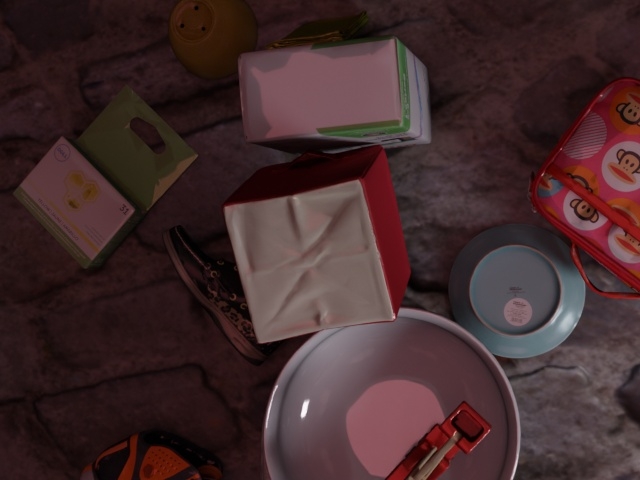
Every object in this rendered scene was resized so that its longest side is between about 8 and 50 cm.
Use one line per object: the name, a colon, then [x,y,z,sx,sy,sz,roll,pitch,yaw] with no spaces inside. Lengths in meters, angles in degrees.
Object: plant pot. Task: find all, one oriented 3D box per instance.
plant pot: [-0.168,-0.309,1.619,0.134,0.095,0.134,0,88,13]

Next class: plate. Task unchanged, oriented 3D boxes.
plate: [0.269,0.069,1.533,0.188,0.024,0.188,-1,87,13]

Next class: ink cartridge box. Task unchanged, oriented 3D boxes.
ink cartridge box: [-0.323,-0.098,1.669,0.171,0.056,0.235,44,100,12]
ink cartridge box: [0.030,-0.183,1.473,0.201,0.278,0.117,-5,89,13]

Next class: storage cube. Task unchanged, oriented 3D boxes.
storage cube: [0.000,0.000,1.417,0.184,0.193,0.215,-10,104,13]

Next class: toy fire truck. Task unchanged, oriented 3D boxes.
toy fire truck: [0.126,0.276,1.355,0.047,0.135,0.192,43,93,8]

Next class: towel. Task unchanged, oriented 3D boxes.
towel: [0.000,-0.285,1.509,0.102,0.237,0.021,-4,107,12]

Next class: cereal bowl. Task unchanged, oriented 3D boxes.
cereal bowl: [0.099,0.255,1.499,0.339,0.141,0.339,0,87,9]

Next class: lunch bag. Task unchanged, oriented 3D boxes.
lunch bag: [0.429,-0.043,1.458,0.293,0.120,0.258,39,100,14]

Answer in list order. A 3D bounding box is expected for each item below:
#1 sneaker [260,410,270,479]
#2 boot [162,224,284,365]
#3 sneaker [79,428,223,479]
sneaker: [-0.047,0.341,1.561,0.090,0.095,0.235,-6,84,15]
boot: [-0.097,0.038,1.593,0.178,0.085,0.236,-38,86,7]
sneaker: [-0.198,0.413,1.578,0.180,0.124,0.321,-35,80,11]
